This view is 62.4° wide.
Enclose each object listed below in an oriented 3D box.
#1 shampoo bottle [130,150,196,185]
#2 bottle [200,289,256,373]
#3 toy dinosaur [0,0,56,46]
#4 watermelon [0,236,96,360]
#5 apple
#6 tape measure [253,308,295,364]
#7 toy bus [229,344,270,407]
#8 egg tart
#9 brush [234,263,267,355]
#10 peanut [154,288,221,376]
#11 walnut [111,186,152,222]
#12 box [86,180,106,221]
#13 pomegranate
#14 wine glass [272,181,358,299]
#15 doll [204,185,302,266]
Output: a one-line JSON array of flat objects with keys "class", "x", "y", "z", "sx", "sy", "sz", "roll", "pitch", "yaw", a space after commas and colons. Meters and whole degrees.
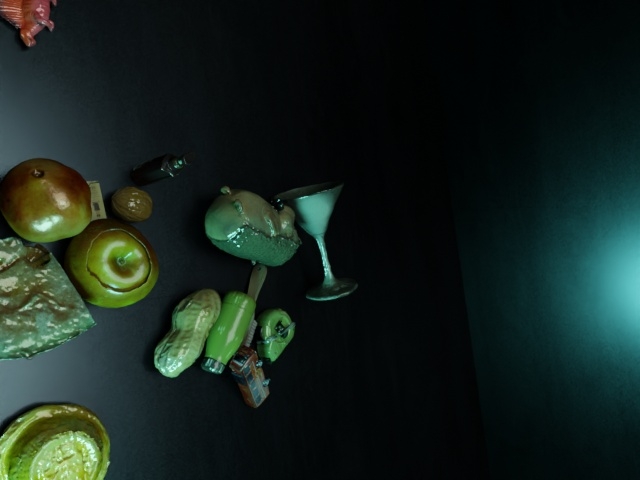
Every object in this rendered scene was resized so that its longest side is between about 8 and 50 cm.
[{"class": "shampoo bottle", "x": -0.444, "y": -0.205, "z": 1.492, "sx": 0.067, "sy": 0.236, "sz": 0.068, "roll": 41, "pitch": 54, "yaw": -39}, {"class": "bottle", "x": -0.298, "y": 0.293, "z": 1.680, "sx": 0.112, "sy": 0.112, "sz": 0.260, "roll": 41, "pitch": 59, "yaw": -37}, {"class": "toy dinosaur", "x": -0.755, "y": -0.634, "z": 1.353, "sx": 0.139, "sy": 0.070, "sz": 0.286, "roll": 5, "pitch": 79, "yaw": -25}, {"class": "watermelon", "x": -0.706, "y": 0.139, "z": 1.246, "sx": 0.264, "sy": 0.151, "sz": 0.302, "roll": -19, "pitch": 82, "yaw": -44}, {"class": "apple", "x": -0.535, "y": 0.060, "z": 1.372, "sx": 0.237, "sy": 0.208, "sz": 0.236, "roll": 2, "pitch": 87, "yaw": -50}, {"class": "tape measure", "x": -0.161, "y": 0.316, "z": 1.848, "sx": 0.177, "sy": 0.087, "sz": 0.154, "roll": -48, "pitch": 119, "yaw": -43}, {"class": "toy bus", "x": -0.227, "y": 0.444, "z": 1.719, "sx": 0.096, "sy": 0.074, "sz": 0.235, "roll": -51, "pitch": 143, "yaw": -36}, {"class": "egg tart", "x": -0.637, "y": 0.533, "z": 1.278, "sx": 0.288, "sy": 0.118, "sz": 0.288, "roll": 8, "pitch": 78, "yaw": -43}, {"class": "brush", "x": -0.237, "y": 0.236, "z": 1.798, "sx": 0.065, "sy": 0.070, "sz": 0.327, "roll": 51, "pitch": 47, "yaw": -54}, {"class": "peanut", "x": -0.392, "y": 0.267, "z": 1.571, "sx": 0.130, "sy": 0.130, "sz": 0.290, "roll": 44, "pitch": 54, "yaw": -35}, {"class": "walnut", "x": -0.530, "y": -0.098, "z": 1.490, "sx": 0.124, "sy": 0.105, "sz": 0.105, "roll": 34, "pitch": 60, "yaw": -53}, {"class": "box", "x": -0.626, "y": -0.086, "z": 1.436, "sx": 0.073, "sy": 0.020, "sz": 0.149, "roll": -13, "pitch": 95, "yaw": -47}, {"class": "pomegranate", "x": -0.657, "y": -0.092, "z": 1.264, "sx": 0.209, "sy": 0.209, "sz": 0.209, "roll": 8, "pitch": 79, "yaw": -47}, {"class": "wine glass", "x": 0.000, "y": 0.000, "z": 1.960, "sx": 0.267, "sy": 0.267, "sz": 0.406, "roll": -30, "pitch": 112, "yaw": -46}, {"class": "doll", "x": -0.208, "y": -0.043, "z": 1.729, "sx": 0.349, "sy": 0.247, "sz": 0.247, "roll": 38, "pitch": 58, "yaw": -44}]
